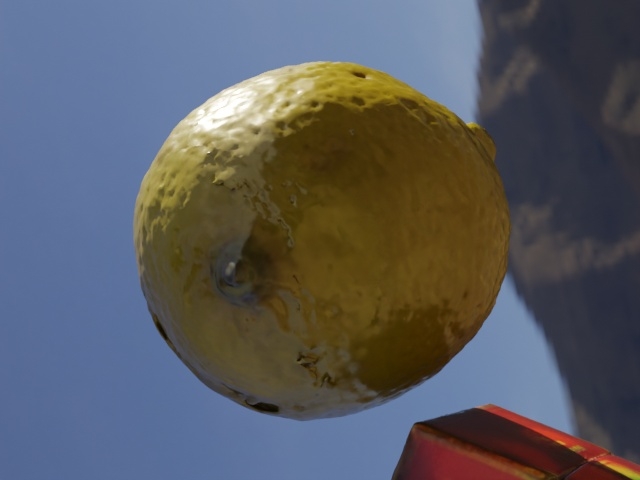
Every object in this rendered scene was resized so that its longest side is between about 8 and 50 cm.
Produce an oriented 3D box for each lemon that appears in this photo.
[{"bbox_3d":[0.008,-0.002,1.254,0.254,0.228,0.228,-14,-90,-32],"label":"lemon"}]

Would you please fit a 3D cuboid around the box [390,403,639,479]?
[{"bbox_3d":[0.209,0.199,1.197,0.089,0.313,0.197,-71,-17,6],"label":"box"}]
